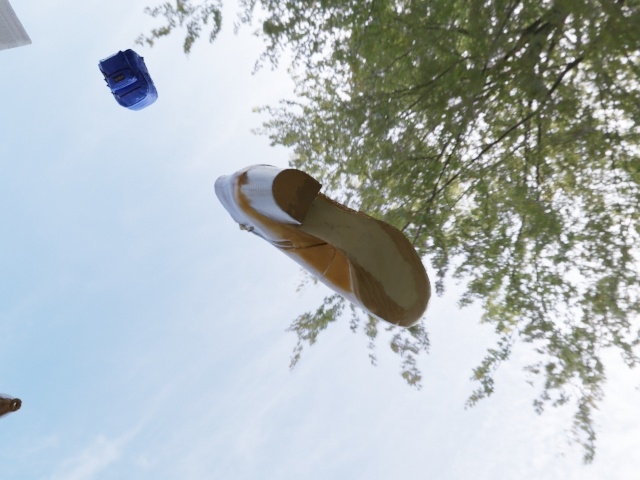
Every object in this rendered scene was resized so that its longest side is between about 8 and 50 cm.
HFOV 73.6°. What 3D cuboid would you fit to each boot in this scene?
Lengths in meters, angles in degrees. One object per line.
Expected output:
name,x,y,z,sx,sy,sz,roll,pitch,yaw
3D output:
boot,-0.001,0.000,0.583,0.295,0.211,0.104,41,-104,-25

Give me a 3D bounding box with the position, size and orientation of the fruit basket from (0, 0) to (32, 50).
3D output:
fruit basket,-0.528,-0.378,0.500,0.166,0.353,0.326,-20,-59,-2

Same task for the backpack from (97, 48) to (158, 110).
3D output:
backpack,-0.445,-0.363,0.985,0.098,0.101,0.120,-23,-83,9

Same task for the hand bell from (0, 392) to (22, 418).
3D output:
hand bell,-0.548,0.260,0.658,0.242,0.126,0.126,-12,-93,19
